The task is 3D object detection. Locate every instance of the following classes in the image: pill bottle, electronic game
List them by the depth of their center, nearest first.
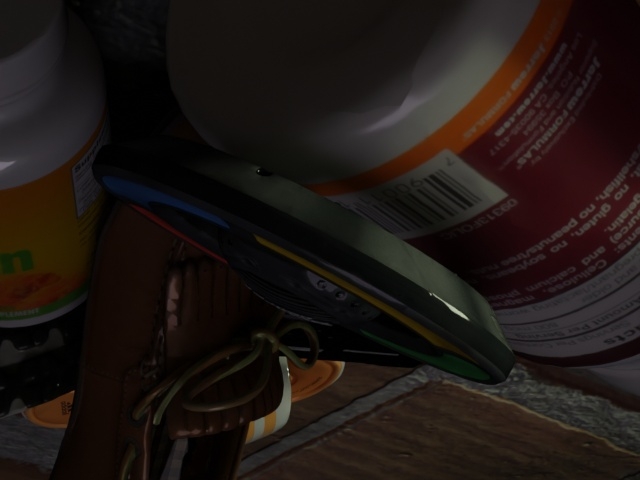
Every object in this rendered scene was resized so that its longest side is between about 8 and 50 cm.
[{"bbox_3d":[-0.009,0.013,0.820,0.229,0.048,0.229,26,173,4],"label":"electronic game"},{"bbox_3d":[0.121,-0.062,0.920,0.224,0.224,0.392,-23,144,29],"label":"pill bottle"},{"bbox_3d":[-0.191,-0.064,0.969,0.136,0.136,0.245,-1,148,-4],"label":"pill bottle"}]

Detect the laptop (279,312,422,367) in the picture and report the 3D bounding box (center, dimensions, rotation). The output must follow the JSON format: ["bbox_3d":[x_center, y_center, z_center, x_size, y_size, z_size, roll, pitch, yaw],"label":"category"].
[{"bbox_3d":[0.000,0.000,1.178,0.234,0.136,0.264,6,167,-12],"label":"laptop"}]

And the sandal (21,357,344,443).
[{"bbox_3d":[-0.108,0.142,1.349,0.265,0.076,0.102,-8,147,-7],"label":"sandal"}]

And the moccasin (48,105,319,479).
[{"bbox_3d":[-0.076,0.079,1.022,0.139,0.147,0.380,-5,121,-54],"label":"moccasin"}]

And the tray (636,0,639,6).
[{"bbox_3d":[0.132,-0.210,0.699,0.076,0.202,0.411,-19,145,25],"label":"tray"}]

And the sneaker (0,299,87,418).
[{"bbox_3d":[-0.321,0.070,1.219,0.411,0.158,0.182,-10,176,9],"label":"sneaker"}]
